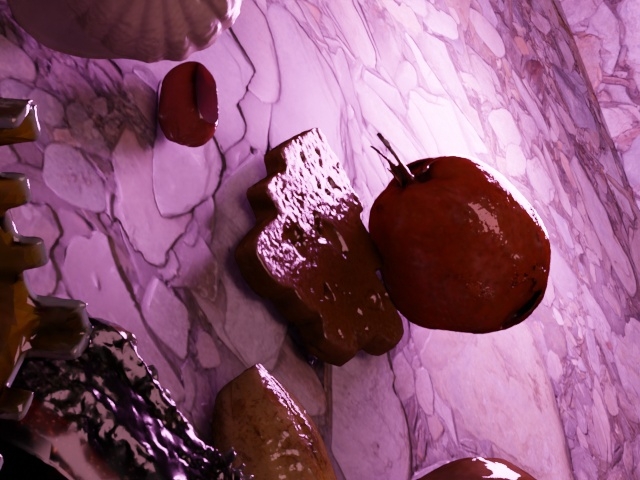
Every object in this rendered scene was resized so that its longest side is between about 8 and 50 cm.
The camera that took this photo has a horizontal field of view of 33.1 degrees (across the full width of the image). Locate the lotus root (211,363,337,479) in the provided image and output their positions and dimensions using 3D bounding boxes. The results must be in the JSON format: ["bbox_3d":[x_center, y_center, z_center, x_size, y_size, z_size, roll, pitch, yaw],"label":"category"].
[{"bbox_3d":[-0.029,0.233,0.943,0.110,0.097,0.258,2,64,-56],"label":"lotus root"}]

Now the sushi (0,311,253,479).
[{"bbox_3d":[-0.159,0.156,0.736,0.225,0.136,0.126,49,30,-16],"label":"sushi"}]

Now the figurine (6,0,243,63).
[{"bbox_3d":[-0.134,-0.271,1.019,0.185,0.205,0.332,59,29,-9],"label":"figurine"}]

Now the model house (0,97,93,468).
[{"bbox_3d":[-0.261,0.043,0.560,0.224,0.215,0.198,-77,167,-47],"label":"model house"}]

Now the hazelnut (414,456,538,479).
[{"bbox_3d":[0.167,0.330,1.124,0.214,0.176,0.214,-7,99,-45],"label":"hazelnut"}]

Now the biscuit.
[{"bbox_3d":[-0.001,0.001,1.214,0.278,0.043,0.301,35,40,-41],"label":"biscuit"}]

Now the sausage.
[{"bbox_3d":[-0.133,-0.134,1.078,0.059,0.054,0.094,34,42,-46],"label":"sausage"}]

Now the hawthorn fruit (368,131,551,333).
[{"bbox_3d":[0.151,-0.016,1.317,0.299,0.211,0.211,54,30,-29],"label":"hawthorn fruit"}]
